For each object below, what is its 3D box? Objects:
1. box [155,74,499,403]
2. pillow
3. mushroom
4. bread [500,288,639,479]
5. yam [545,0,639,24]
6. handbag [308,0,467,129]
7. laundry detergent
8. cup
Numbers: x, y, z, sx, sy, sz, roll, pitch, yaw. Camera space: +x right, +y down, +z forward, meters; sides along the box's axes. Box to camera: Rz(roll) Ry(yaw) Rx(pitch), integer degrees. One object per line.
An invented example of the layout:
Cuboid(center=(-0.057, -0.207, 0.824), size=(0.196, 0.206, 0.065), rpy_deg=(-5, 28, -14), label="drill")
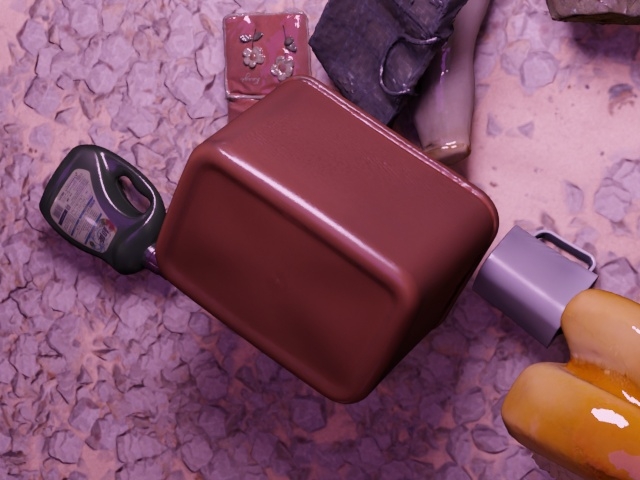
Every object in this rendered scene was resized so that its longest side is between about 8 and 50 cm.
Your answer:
Cuboid(center=(0.000, 0.000, 1.351), size=(0.339, 0.229, 0.239), rpy_deg=(35, 128, 11), label="box")
Cuboid(center=(-0.070, -0.193, 1.502), size=(0.126, 0.043, 0.233), rpy_deg=(1, 95, 18), label="pillow")
Cuboid(center=(0.161, -0.263, 1.400), size=(0.109, 0.097, 0.351), rpy_deg=(12, 100, 39), label="mushroom")
Cuboid(center=(0.418, 0.255, 1.273), size=(0.424, 0.329, 0.245), rpy_deg=(33, 68, 2), label="bread")
Cuboid(center=(0.321, -0.373, 1.318), size=(0.154, 0.154, 0.255), rpy_deg=(-9, 94, 18), label="yam")
Cuboid(center=(0.087, -0.265, 1.362), size=(0.175, 0.088, 0.270), rpy_deg=(56, 137, 29), label="handbag")
Cuboid(center=(-0.281, -0.031, 1.560), size=(0.221, 0.078, 0.144), rpy_deg=(35, 99, 14), label="laundry detergent")
Cuboid(center=(0.277, 0.046, 1.380), size=(0.129, 0.095, 0.128), rpy_deg=(37, 66, 15), label="cup")
